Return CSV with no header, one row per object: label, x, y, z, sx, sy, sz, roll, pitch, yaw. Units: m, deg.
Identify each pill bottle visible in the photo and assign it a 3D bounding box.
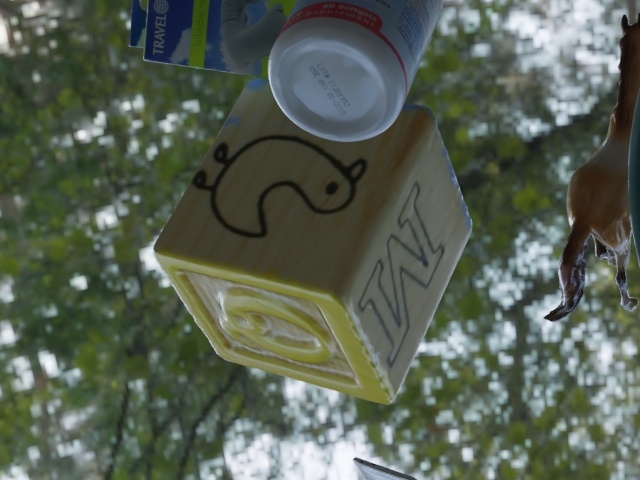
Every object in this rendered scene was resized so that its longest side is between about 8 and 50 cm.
pill bottle,0.029,-0.142,0.998,0.087,0.087,0.160,3,-138,18

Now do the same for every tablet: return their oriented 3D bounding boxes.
tablet,0.054,0.168,0.981,0.054,0.083,0.006,13,-128,44

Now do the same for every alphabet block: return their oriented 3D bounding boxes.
alphabet block,0.000,0.000,1.392,0.192,0.193,0.197,11,-120,28

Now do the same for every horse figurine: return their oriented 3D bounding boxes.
horse figurine,0.274,-0.050,1.432,0.066,0.174,0.263,15,-114,35

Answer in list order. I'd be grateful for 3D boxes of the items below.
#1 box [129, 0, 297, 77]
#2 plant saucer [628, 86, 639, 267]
box,-0.079,-0.201,1.360,0.178,0.109,0.042,8,-160,4
plant saucer,0.293,-0.027,0.671,0.317,0.318,0.043,4,-169,20
